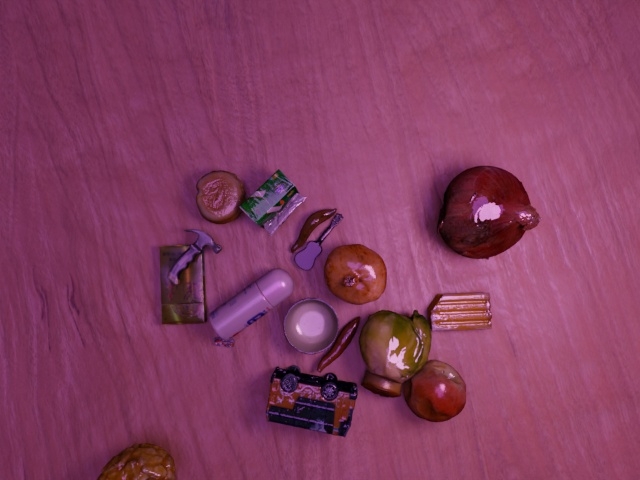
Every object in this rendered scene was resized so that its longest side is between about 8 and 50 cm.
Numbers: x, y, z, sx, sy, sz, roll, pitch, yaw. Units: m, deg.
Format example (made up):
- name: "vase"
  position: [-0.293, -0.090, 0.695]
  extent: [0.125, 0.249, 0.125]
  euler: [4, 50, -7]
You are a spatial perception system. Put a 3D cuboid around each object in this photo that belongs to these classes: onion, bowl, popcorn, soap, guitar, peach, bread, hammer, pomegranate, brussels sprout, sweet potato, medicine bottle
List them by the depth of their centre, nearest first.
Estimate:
- name: "popcorn"
  position: [-0.658, 0.874, 1.486]
  extent: [0.281, 0.247, 0.282]
  euler: [-13, 52, 16]
- name: "onion"
  position: [0.599, -0.093, 1.517]
  extent: [0.352, 0.353, 0.355]
  euler: [0, 87, 1]
- name: "brussels sprout"
  position: [0.275, 0.379, 1.523]
  extent: [0.259, 0.227, 0.295]
  euler: [19, 58, 11]
- name: "peach"
  position: [0.416, 0.565, 1.526]
  extent: [0.214, 0.214, 0.236]
  euler: [38, 122, 3]
- name: "pomegranate"
  position: [0.131, 0.126, 1.530]
  extent: [0.247, 0.248, 0.249]
  euler: [0, 87, 1]
- name: "bread"
  position: [0.236, 0.545, 1.562]
  extent: [0.156, 0.125, 0.086]
  euler: [15, 70, 6]
- name: "medicine bottle"
  position: [-0.254, 0.234, 1.580]
  extent: [0.340, 0.130, 0.130]
  euler: [-36, 87, -2]
- name: "bowl"
  position: [-0.034, 0.320, 1.581]
  extent: [0.211, 0.112, 0.212]
  euler: [0, 87, 0]
- name: "soap"
  position: [0.536, 0.275, 1.593]
  extent: [0.231, 0.073, 0.141]
  euler: [-3, 85, 1]
- name: "hammer"
  position: [-0.509, 0.063, 1.595]
  extent: [0.158, 0.041, 0.227]
  euler: [38, 86, 2]
- name: "sweet potato"
  position: [0.078, 0.405, 1.599]
  extent: [0.057, 0.057, 0.265]
  euler: [35, 81, 3]
- name: "bread"
  position: [-0.387, -0.170, 1.616]
  extent: [0.213, 0.105, 0.214]
  euler: [-1, 83, 4]
- name: "sweet potato"
  position: [-0.041, -0.053, 1.627]
  extent: [0.249, 0.059, 0.069]
  euler: [-46, 124, 0]
- name: "guitar"
  position: [0.001, -0.001, 1.634]
  extent: [0.083, 0.038, 0.271]
  euler: [39, 88, 1]

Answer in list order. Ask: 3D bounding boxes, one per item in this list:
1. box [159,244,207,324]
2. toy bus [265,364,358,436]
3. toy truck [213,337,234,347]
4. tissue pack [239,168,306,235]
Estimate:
- name: "box"
  position: [-0.544, 0.174, 1.630]
  extent: [0.172, 0.043, 0.312]
  euler: [-3, 87, 0]
- name: "toy bus"
  position: [-0.033, 0.599, 1.544]
  extent: [0.322, 0.162, 0.195]
  euler: [11, 87, 3]
- name: "toy truck"
  position: [-0.382, 0.403, 1.625]
  extent: [0.083, 0.024, 0.032]
  euler: [5, 65, -1]
- name: "tissue pack"
  position: [-0.174, -0.139, 1.589]
  extent: [0.209, 0.148, 0.156]
  euler: [-44, 86, -2]
